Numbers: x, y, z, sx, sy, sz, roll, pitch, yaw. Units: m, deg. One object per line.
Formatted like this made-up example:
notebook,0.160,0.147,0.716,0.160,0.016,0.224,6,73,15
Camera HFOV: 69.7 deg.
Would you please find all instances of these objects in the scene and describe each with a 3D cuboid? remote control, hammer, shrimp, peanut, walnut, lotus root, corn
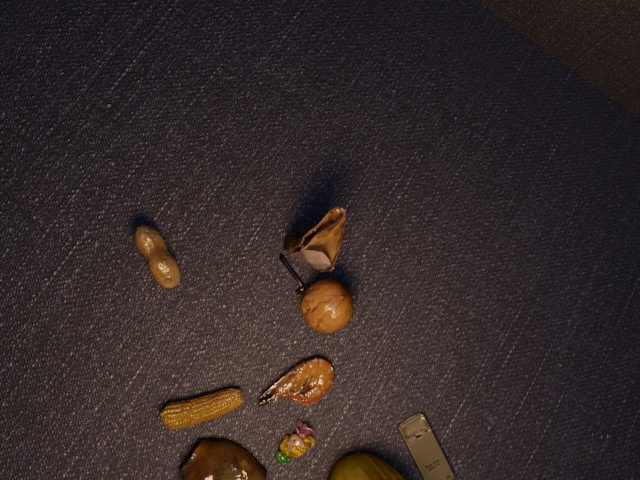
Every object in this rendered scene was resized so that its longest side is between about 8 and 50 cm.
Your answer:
remote control,0.410,0.825,1.799,0.123,0.038,0.286,-28,87,-12
hammer,-0.113,0.128,1.798,0.065,0.021,0.178,-35,90,-10
shrimp,-0.086,0.562,1.736,0.316,0.062,0.164,-27,91,-13
peanut,-0.598,0.054,1.687,0.101,0.117,0.263,-26,85,-30
walnut,0.029,0.241,1.708,0.195,0.221,0.196,13,59,-23
lotus root,-0.366,0.832,1.622,0.267,0.149,0.260,-40,92,-14
corn,-0.424,0.602,1.663,0.291,0.101,0.101,-15,86,-14

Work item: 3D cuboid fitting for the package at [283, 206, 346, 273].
package,-0.033,-0.003,1.676,0.164,0.311,0.222,13,83,-10

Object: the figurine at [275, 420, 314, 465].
figurine,-0.086,0.766,1.702,0.156,0.094,0.115,-48,114,-28

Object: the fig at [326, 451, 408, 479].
fig,0.154,0.917,1.609,0.343,0.343,0.344,1,84,-9
